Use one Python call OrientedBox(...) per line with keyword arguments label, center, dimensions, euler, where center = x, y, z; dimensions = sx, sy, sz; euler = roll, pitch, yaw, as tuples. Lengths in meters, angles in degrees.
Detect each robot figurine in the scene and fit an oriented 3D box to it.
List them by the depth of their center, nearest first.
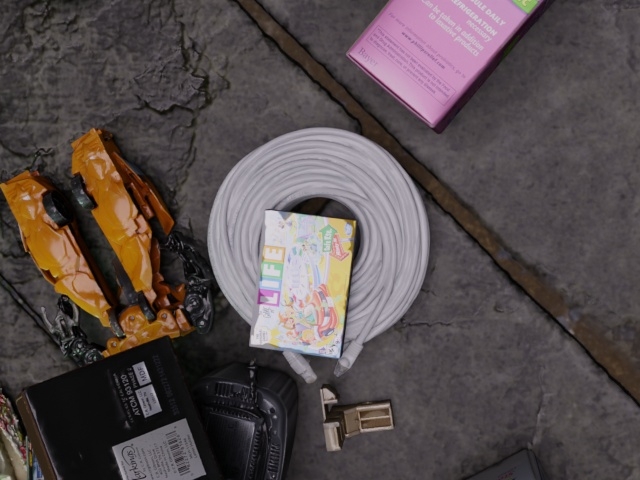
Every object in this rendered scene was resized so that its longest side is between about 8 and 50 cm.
OrientedBox(label="robot figurine", center=(-0.247, 0.025, 1.208), dimensions=(0.211, 0.085, 0.291), euler=(-29, 89, 10))

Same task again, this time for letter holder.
OrientedBox(label="letter holder", center=(-0.194, 0.275, 1.052), dimensions=(0.152, 0.214, 0.302), euler=(-20, 86, -23))

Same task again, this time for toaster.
OrientedBox(label="toaster", center=(-0.097, 0.232, 1.171), dimensions=(0.129, 0.146, 0.227), euler=(10, 96, 7))

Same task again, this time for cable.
OrientedBox(label="cable", center=(0.000, 0.000, 1.170), dimensions=(0.257, 0.089, 0.257), euler=(44, 98, 3))

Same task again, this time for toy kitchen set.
OrientedBox(label="toy kitchen set", center=(0.042, 0.199, 1.180), dimensions=(0.075, 0.083, 0.068), euler=(-8, 94, 9))

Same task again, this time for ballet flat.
OrientedBox(label="ballet flat", center=(-0.395, 0.296, 1.255), dimensions=(0.091, 0.077, 0.241), euler=(-27, 91, 9))

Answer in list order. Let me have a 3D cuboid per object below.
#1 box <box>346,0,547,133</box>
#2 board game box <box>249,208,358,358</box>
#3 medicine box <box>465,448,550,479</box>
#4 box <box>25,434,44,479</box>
OrientedBox(label="box", center=(0.158, -0.242, 1.063), dimensions=(0.117, 0.213, 0.243), euler=(40, 98, 4))
OrientedBox(label="board game box", center=(-0.018, 0.047, 1.115), dimensions=(0.103, 0.026, 0.154), euler=(7, 94, 8))
OrientedBox(label="medicine box", center=(0.202, 0.435, 1.143), dimensions=(0.263, 0.149, 0.289), euler=(-31, 89, 9))
OrientedBox(label="box", center=(-0.312, 0.303, 1.241), dimensions=(0.094, 0.027, 0.137), euler=(-4, 96, -34))
